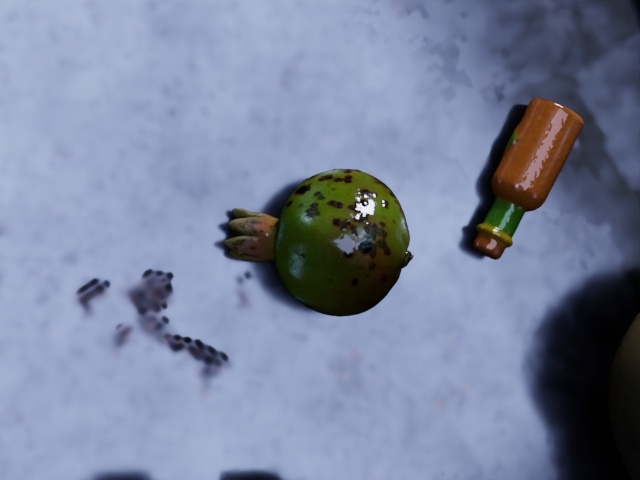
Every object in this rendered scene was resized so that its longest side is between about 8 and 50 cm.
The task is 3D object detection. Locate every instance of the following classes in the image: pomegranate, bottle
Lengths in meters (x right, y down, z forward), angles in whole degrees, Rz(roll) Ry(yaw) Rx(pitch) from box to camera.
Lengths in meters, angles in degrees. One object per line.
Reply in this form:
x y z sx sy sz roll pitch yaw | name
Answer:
0.000 0.000 1.764 0.205 0.159 0.159 4 88 14 | pomegranate
0.227 -0.067 1.843 0.069 0.069 0.187 28 85 -10 | bottle

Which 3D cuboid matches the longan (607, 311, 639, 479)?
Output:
0.461 0.185 1.770 0.319 0.319 0.319 0 89 -11 | longan
